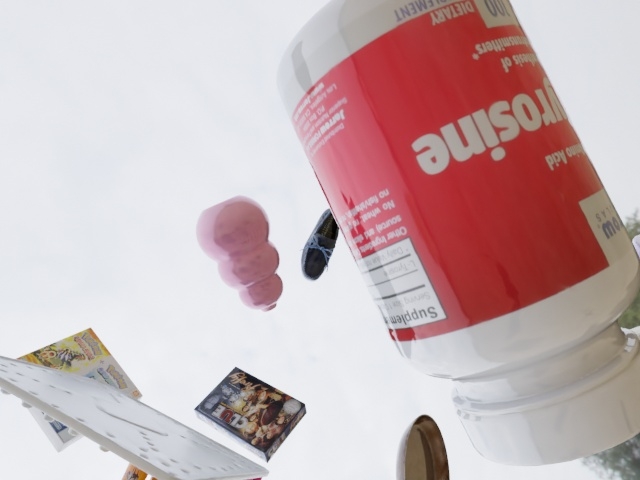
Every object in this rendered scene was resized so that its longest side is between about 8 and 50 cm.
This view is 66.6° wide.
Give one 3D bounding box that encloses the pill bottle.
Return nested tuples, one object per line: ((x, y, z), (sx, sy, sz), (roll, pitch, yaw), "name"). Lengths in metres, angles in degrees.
((0.138, -0.023, 0.461), (0.229, 0.229, 0.407), (-21, -95, -41), "pill bottle")

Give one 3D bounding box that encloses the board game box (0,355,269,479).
((-0.300, 0.286, 0.733), (0.390, 0.390, 0.050), (70, -137, -65), "board game box")

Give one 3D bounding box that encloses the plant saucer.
((0.280, 0.642, 1.341), (0.311, 0.050, 0.310), (26, -122, -51), "plant saucer")

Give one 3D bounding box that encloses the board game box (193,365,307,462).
((-0.181, 0.441, 1.258), (0.165, 0.243, 0.042), (-43, -41, -40), "board game box")

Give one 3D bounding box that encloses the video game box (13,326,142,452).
((-0.508, 0.300, 1.012), (0.205, 0.048, 0.187), (46, -151, 12), "video game box")

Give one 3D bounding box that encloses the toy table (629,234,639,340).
((0.471, 0.099, 0.517), (0.252, 0.274, 0.160), (-18, -61, -50), "toy table")

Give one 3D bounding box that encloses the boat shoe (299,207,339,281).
((0.000, 0.000, 1.533), (0.109, 0.089, 0.258), (17, -109, -11), "boat shoe")

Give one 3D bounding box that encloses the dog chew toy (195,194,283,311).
((-0.208, 0.045, 1.358), (0.207, 0.207, 0.331), (-30, -80, -40), "dog chew toy")
